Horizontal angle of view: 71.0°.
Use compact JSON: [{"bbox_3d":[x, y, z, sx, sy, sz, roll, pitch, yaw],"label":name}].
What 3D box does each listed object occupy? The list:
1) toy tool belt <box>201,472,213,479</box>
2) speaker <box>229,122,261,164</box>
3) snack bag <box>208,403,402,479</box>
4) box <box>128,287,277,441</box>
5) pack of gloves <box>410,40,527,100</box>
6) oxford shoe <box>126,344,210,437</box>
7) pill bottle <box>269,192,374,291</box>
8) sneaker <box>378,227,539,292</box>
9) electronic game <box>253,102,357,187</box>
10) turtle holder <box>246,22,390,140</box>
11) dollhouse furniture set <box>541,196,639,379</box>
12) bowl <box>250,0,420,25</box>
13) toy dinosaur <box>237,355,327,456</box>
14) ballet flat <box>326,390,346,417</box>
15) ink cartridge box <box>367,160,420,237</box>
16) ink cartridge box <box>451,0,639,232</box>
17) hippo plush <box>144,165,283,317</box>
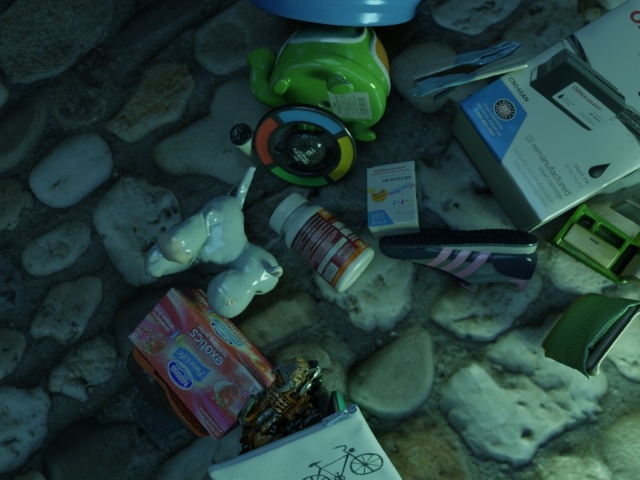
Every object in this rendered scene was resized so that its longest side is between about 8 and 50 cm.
[{"bbox_3d":[-0.226,0.536,1.001,0.083,0.052,0.051,-42,108,6],"label":"toy tool belt"},{"bbox_3d":[-0.163,-0.223,1.044,0.055,0.136,0.055,-2,81,11],"label":"speaker"},{"bbox_3d":[-0.010,0.482,0.874,0.322,0.037,0.343,-26,115,8],"label":"snack bag"},{"bbox_3d":[-0.250,0.260,0.991,0.300,0.142,0.154,44,93,13],"label":"box"},{"bbox_3d":[0.308,-0.351,0.949,0.231,0.195,0.046,-8,123,26],"label":"pack of gloves"},{"bbox_3d":[-0.347,0.351,1.035,0.271,0.096,0.098,45,112,18],"label":"oxford shoe"},{"bbox_3d":[0.000,0.000,0.989,0.221,0.121,0.121,41,91,13],"label":"pill bottle"},{"bbox_3d":[0.279,0.048,0.942,0.318,0.112,0.131,3,113,22],"label":"sneaker"},{"bbox_3d":[-0.034,-0.200,0.981,0.228,0.229,0.048,2,53,11],"label":"electronic game"},{"bbox_3d":[0.005,-0.361,1.004,0.320,0.243,0.228,-5,63,44],"label":"turtle holder"},{"bbox_3d":[0.494,0.080,0.842,0.151,0.197,0.302,37,90,12],"label":"dollhouse furniture set"},{"bbox_3d":[0.029,-0.541,0.963,0.390,0.391,0.077,16,129,13],"label":"bowl"},{"bbox_3d":[-0.079,0.349,0.890,0.322,0.218,0.165,-44,49,37],"label":"toy dinosaur"},{"bbox_3d":[0.047,0.425,0.949,0.074,0.074,0.203,-26,80,6],"label":"ballet flat"},{"bbox_3d":[0.157,-0.105,0.977,0.104,0.061,0.182,-6,65,17],"label":"ink cartridge box"},{"bbox_3d":[0.514,-0.239,0.899,0.394,0.166,0.286,-31,77,5],"label":"ink cartridge box"},{"bbox_3d":[-0.213,0.040,1.010,0.237,0.234,0.294,50,60,-7],"label":"hippo plush"}]
